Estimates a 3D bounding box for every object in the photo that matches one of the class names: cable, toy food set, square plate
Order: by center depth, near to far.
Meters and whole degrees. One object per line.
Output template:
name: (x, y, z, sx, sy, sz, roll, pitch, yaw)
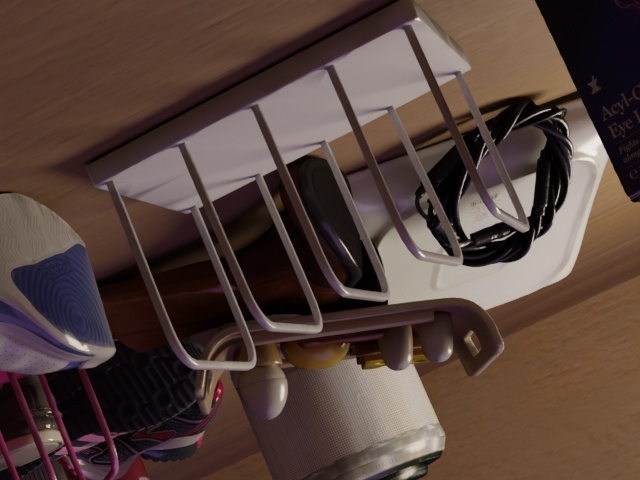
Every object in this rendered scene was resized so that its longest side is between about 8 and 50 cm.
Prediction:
cable: (0.189, -0.056, 1.591, 0.184, 0.150, 0.047, -46, -149, 0)
toy food set: (0.024, 0.135, 1.649, 0.306, 0.092, 0.220, -7, 168, -3)
square plate: (0.159, 0.000, 1.733, 0.347, 0.049, 0.344, -19, 150, -15)

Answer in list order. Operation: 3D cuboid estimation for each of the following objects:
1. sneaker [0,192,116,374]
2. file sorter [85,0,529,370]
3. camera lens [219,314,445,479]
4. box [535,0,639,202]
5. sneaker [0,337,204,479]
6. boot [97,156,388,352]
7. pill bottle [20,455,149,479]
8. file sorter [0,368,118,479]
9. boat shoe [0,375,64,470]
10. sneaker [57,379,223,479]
sneaker: (-0.311, 0.049, 1.170, 0.182, 0.127, 0.315, -25, 162, 25)
file sorter: (0.003, -0.032, 1.247, 0.277, 0.173, 0.193, -27, 168, 13)
camera lens: (0.015, 0.194, 2.003, 0.219, 0.274, 0.219, -22, 168, -5)
box: (0.254, -0.153, 1.110, 0.153, 0.207, 0.108, -34, 164, 37)
sneaker: (-0.265, 0.182, 1.887, 0.319, 0.112, 0.131, -21, -175, 13)
boot: (-0.095, 0.019, 1.548, 0.280, 0.096, 0.264, -10, 160, 9)
pill bottle: (-0.308, 0.445, 2.198, 0.224, 0.392, 0.224, -22, 168, -5)
file sorter: (-0.367, 0.212, 1.581, 0.290, 0.182, 0.202, -18, 167, -23)
boat shoe: (-0.439, 0.238, 1.823, 0.335, 0.096, 0.112, -22, 161, 18)
sneaker: (-0.250, 0.229, 2.092, 0.299, 0.121, 0.112, -10, 138, -55)
